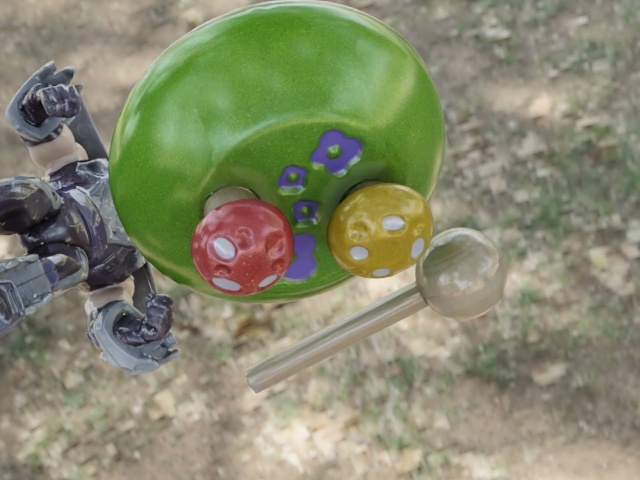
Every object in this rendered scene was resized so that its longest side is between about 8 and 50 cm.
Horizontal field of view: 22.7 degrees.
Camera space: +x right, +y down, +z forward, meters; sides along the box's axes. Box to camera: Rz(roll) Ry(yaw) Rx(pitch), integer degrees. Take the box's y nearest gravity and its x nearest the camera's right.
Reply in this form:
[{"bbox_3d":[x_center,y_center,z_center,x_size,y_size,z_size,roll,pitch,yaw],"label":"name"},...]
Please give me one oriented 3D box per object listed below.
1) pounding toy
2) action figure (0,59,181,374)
[{"bbox_3d":[0.000,0.000,0.830,0.183,0.237,0.110,-28,39,4],"label":"pounding toy"},{"bbox_3d":[-0.149,-0.003,0.884,0.099,0.185,0.285,-32,-3,21],"label":"action figure"}]
